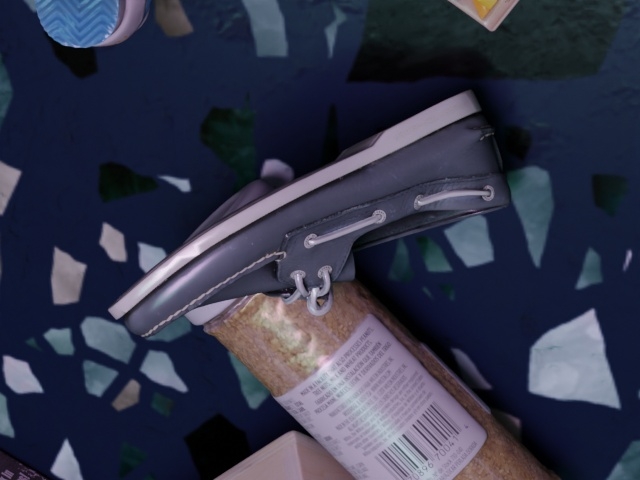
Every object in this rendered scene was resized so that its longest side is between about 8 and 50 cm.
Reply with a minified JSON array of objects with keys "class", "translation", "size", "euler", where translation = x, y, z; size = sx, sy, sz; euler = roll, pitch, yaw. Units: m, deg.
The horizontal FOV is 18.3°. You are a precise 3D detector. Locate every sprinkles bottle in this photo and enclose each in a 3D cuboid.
[{"class":"sprinkles bottle","translation":[0.033,0.115,1.570],"size":[0.355,0.121,0.121],"euler":[45,118,-8]}]

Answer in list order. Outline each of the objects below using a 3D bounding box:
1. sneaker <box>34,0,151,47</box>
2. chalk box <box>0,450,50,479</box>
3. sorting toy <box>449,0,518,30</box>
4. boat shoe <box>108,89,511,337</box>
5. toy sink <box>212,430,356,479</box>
[{"class":"sneaker","translation":[-0.157,-0.253,1.417],"size":[0.087,0.092,0.228],"euler":[8,99,14]},{"class":"chalk box","translation":[-0.324,0.296,1.729],"size":[0.289,0.180,0.179],"euler":[31,119,1]},{"class":"sorting toy","translation":[0.126,-0.200,1.454],"size":[0.062,0.012,0.083],"euler":[37,119,-3]},{"class":"boat shoe","translation":[0.000,0.000,1.445],"size":[0.319,0.116,0.099],"euler":[-29,92,-18]},{"class":"toy sink","translation":[-0.046,0.284,1.634],"size":[0.234,0.131,0.153],"euler":[-34,137,27]}]
